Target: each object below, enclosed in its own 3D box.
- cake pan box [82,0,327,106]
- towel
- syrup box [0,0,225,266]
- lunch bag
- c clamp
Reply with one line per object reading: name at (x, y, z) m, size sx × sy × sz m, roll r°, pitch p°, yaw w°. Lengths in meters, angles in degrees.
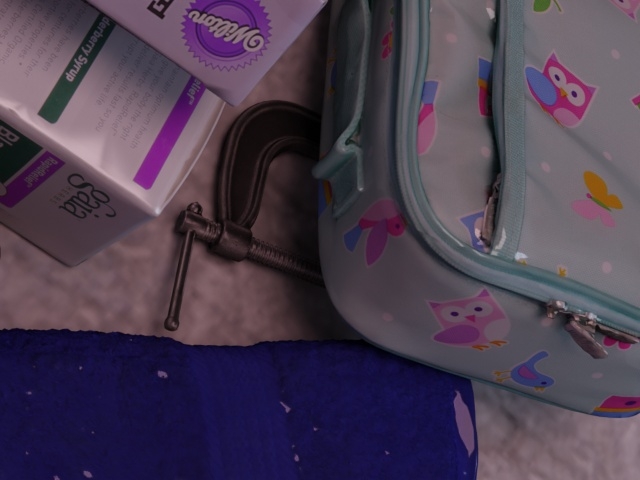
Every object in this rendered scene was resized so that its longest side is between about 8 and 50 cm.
cake pan box at (-0.109, -0.197, 0.607) m, size 0.267 × 0.070 × 0.245 m, roll 35°, pitch 29°, yaw -20°
towel at (-0.056, 0.150, 0.608) m, size 0.308 × 0.076 × 0.227 m, roll 5°, pitch 61°, yaw -30°
syrup box at (-0.161, -0.096, 0.602) m, size 0.237 × 0.093 × 0.096 m, roll 36°, pitch 60°, yaw -18°
lunch bag at (0.105, -0.058, 0.719) m, size 0.224 × 0.108 × 0.279 m, roll 21°, pitch 52°, yaw -26°
c clamp at (0.000, 0.000, 0.720) m, size 0.161 × 0.022 × 0.137 m, roll 16°, pitch 63°, yaw -25°
